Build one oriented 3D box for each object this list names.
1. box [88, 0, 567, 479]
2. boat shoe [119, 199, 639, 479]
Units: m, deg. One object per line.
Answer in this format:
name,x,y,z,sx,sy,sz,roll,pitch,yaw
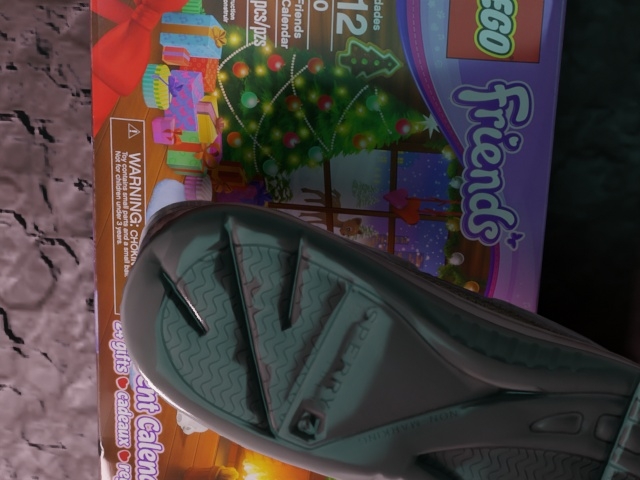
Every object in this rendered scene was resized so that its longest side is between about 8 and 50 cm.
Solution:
box,0.000,0.000,0.726,0.201,0.057,0.293,4,113,7
boat shoe,0.065,0.076,0.672,0.320,0.103,0.118,27,99,-10
